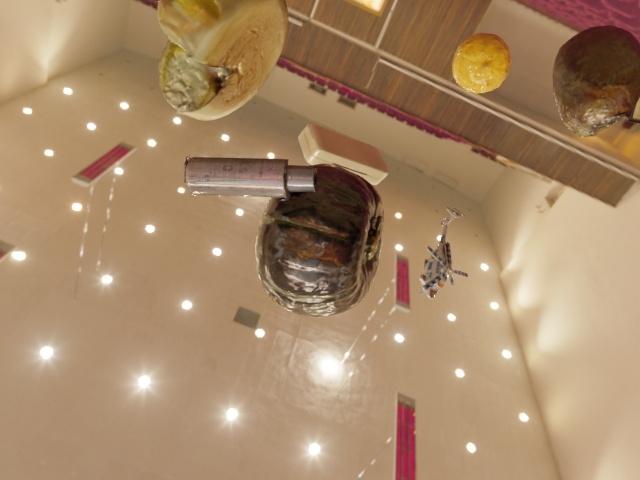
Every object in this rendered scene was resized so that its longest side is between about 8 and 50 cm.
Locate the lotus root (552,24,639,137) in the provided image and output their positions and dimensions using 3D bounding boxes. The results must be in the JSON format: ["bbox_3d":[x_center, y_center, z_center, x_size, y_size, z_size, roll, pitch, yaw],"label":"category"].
[{"bbox_3d":[0.759,-0.460,1.374,0.142,0.210,0.314,22,-121,-21],"label":"lotus root"}]

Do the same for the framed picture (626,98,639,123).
[{"bbox_3d":[1.047,-0.444,1.509,0.010,0.200,0.195,-4,-157,-24],"label":"framed picture"}]

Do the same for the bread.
[{"bbox_3d":[-0.197,-0.391,0.970,0.160,0.333,0.333,43,-146,7],"label":"bread"}]

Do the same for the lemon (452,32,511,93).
[{"bbox_3d":[0.321,-0.356,0.995,0.114,0.114,0.155,24,-149,-3],"label":"lemon"}]

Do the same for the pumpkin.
[{"bbox_3d":[0.000,0.000,1.028,0.241,0.323,0.323,15,-152,19],"label":"pumpkin"}]

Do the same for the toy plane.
[{"bbox_3d":[0.337,0.035,1.432,0.182,0.107,0.273,12,-111,-35],"label":"toy plane"}]

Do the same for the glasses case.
[{"bbox_3d":[0.080,-0.279,1.622,0.312,0.070,0.131,11,-133,-37],"label":"glasses case"}]

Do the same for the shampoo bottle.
[{"bbox_3d":[-0.113,-0.104,0.826,0.214,0.072,0.072,2,-148,5],"label":"shampoo bottle"}]
